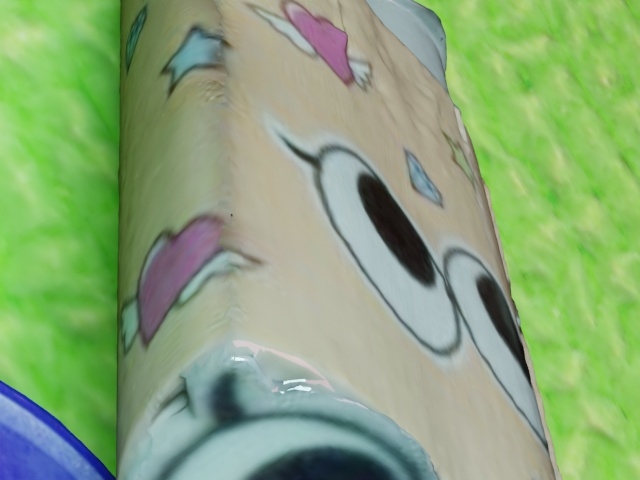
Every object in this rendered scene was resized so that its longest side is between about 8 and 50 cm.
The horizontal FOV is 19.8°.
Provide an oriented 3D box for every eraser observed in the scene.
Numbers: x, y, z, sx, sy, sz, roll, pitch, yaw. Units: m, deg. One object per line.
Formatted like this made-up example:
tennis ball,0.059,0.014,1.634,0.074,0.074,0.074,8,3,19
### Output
eraser,0.000,0.000,0.574,0.171,0.087,0.290,47,20,-32

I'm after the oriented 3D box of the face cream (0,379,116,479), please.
face cream,-0.130,0.131,0.434,0.206,0.111,0.206,23,52,-33
